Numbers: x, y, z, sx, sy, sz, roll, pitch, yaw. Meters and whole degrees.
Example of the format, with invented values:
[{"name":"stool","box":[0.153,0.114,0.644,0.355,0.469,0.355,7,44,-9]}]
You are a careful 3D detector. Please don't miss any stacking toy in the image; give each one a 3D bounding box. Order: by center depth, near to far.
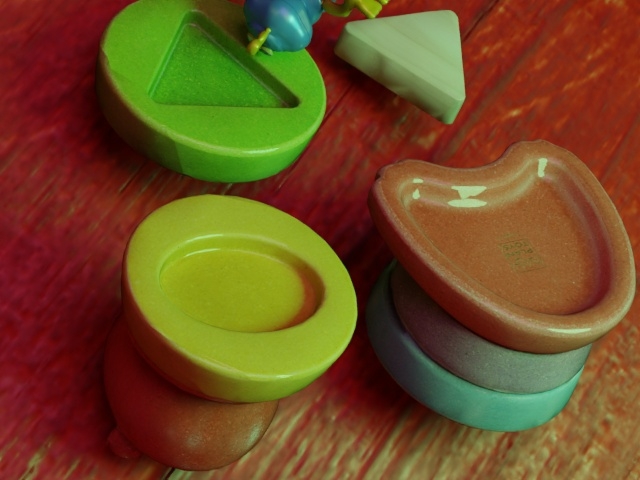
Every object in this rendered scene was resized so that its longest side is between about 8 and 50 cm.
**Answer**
[{"name":"stacking toy","box":[0.000,0.000,0.988,0.309,0.130,0.279,-2,49,-27]}]

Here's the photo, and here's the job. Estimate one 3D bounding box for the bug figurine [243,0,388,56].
[{"name":"bug figurine","box":[-0.058,-0.231,1.017,0.279,0.072,0.216,40,55,2]}]
